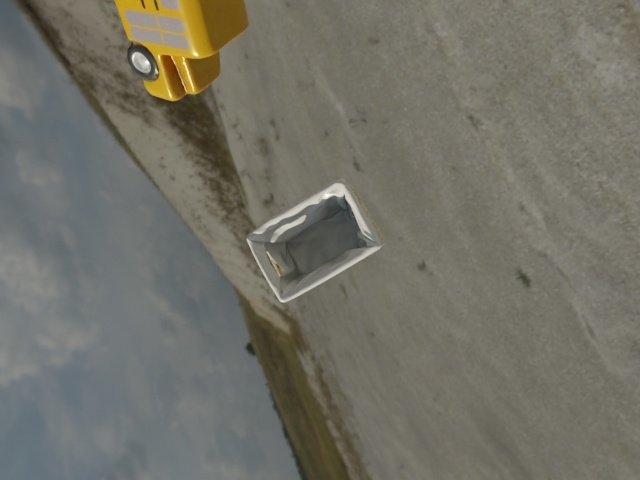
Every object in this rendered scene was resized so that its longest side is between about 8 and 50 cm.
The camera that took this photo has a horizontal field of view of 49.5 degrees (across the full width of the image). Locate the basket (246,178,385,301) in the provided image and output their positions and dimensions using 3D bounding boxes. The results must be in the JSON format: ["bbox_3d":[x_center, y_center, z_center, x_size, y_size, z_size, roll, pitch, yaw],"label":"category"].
[{"bbox_3d":[0.000,0.000,0.995,0.113,0.167,0.103,61,-165,7],"label":"basket"}]

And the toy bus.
[{"bbox_3d":[-0.172,-0.322,0.782,0.130,0.108,0.332,16,137,27],"label":"toy bus"}]
